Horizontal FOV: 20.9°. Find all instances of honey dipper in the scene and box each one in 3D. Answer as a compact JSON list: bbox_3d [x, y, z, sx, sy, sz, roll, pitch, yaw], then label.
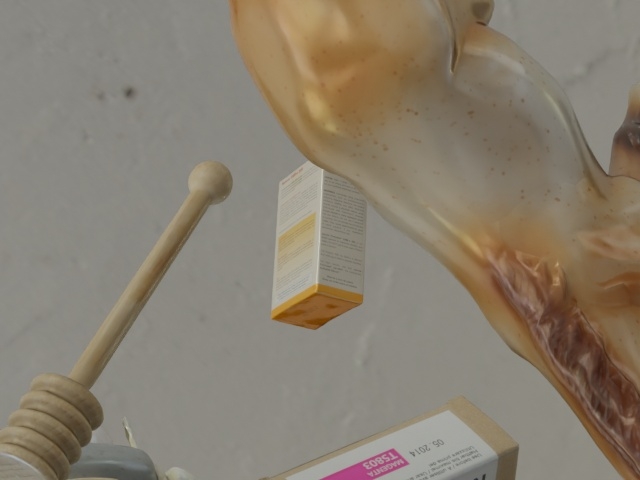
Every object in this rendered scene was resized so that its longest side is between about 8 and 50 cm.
[{"bbox_3d":[-0.074,0.028,0.656,0.030,0.030,0.161,55,-134,-29],"label":"honey dipper"}]

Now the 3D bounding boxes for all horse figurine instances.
[{"bbox_3d":[0.047,-0.039,0.471,0.066,0.174,0.263,-35,-82,31],"label":"horse figurine"}]

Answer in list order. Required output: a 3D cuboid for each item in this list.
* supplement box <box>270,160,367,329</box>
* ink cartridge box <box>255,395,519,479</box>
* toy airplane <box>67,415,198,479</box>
[{"bbox_3d":[0.000,0.000,1.100,0.036,0.062,0.098,14,-115,-25],"label":"supplement box"},{"bbox_3d":[0.052,0.267,1.498,0.234,0.088,0.193,-19,-52,-30],"label":"ink cartridge box"},{"bbox_3d":[-0.239,0.244,1.267,0.384,0.386,0.272,58,-141,-51],"label":"toy airplane"}]
